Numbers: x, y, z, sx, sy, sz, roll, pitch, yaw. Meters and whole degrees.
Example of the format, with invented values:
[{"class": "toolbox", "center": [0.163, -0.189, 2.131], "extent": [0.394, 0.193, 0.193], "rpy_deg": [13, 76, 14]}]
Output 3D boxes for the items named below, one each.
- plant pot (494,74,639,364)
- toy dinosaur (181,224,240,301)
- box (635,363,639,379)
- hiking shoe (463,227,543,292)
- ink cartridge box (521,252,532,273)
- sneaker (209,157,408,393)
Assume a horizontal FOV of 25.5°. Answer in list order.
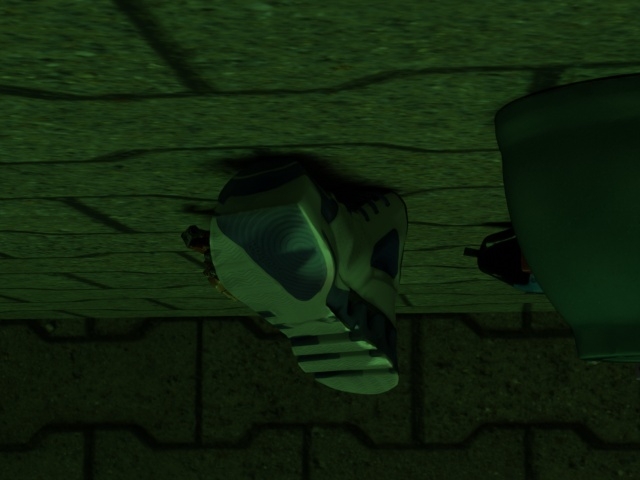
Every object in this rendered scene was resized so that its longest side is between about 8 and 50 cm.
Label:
[{"class": "plant pot", "center": [0.284, -0.003, 1.090], "extent": [0.293, 0.196, 0.293], "rpy_deg": [-1, 172, 0]}, {"class": "toy dinosaur", "center": [-0.056, 0.019, 1.640], "extent": [0.218, 0.164, 0.322], "rpy_deg": [15, -171, -6]}, {"class": "box", "center": [0.427, 0.027, 1.312], "extent": [0.057, 0.201, 0.293], "rpy_deg": [6, 170, -44]}, {"class": "hiking shoe", "center": [0.306, 0.026, 1.639], "extent": [0.132, 0.113, 0.304], "rpy_deg": [3, 172, -31]}, {"class": "ink cartridge box", "center": [0.260, -0.020, 1.327], "extent": [0.135, 0.099, 0.056], "rpy_deg": [-4, 172, 30]}, {"class": "sneaker", "center": [0.001, 0.001, 1.413], "extent": [0.127, 0.182, 0.315], "rpy_deg": [-5, 142, 23]}]
